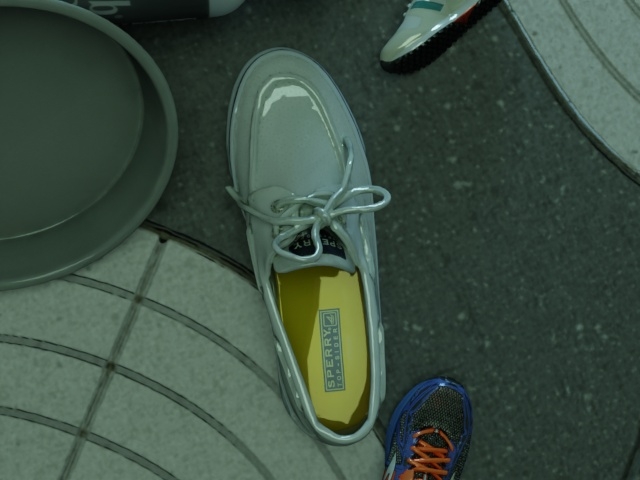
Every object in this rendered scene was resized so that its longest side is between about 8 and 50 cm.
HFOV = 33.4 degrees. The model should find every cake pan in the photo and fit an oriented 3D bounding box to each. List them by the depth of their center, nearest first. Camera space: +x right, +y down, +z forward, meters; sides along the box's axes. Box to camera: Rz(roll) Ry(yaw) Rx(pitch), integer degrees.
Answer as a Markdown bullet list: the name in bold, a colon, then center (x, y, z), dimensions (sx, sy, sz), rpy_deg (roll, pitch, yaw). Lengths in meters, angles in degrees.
- **cake pan**: center (-0.266, -0.082, 0.878), dimensions (0.293, 0.293, 0.054), rpy_deg (-23, 46, -7)

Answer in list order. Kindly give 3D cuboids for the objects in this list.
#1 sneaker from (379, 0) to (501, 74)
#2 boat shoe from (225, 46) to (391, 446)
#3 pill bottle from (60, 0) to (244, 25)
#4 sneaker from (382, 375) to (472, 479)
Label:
- **sneaker**: center (0.107, -0.226, 1.012), dimensions (0.161, 0.057, 0.075), rpy_deg (-40, 75, -5)
- **boat shoe**: center (-0.008, 0.003, 0.931), dimensions (0.136, 0.156, 0.366), rpy_deg (-6, 88, -7)
- **pill bottle**: center (-0.170, -0.288, 0.901), dimensions (0.363, 0.210, 0.210), rpy_deg (-7, 88, -6)
- **sneaker**: center (0.090, 0.231, 0.967), dimensions (0.083, 0.087, 0.221), rpy_deg (18, 86, -6)
